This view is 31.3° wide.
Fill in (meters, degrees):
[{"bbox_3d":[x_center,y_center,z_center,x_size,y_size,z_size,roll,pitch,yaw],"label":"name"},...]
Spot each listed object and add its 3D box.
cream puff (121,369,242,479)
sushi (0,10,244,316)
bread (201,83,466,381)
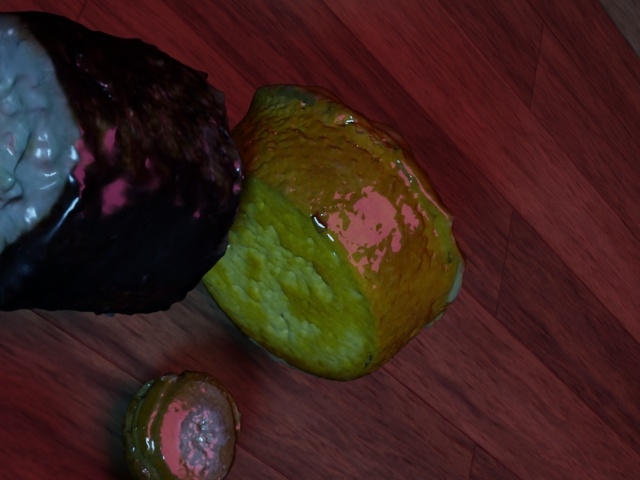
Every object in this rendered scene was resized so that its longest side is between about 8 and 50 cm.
[{"bbox_3d":[-0.172,0.236,1.380,0.150,0.115,0.165,46,57,-24],"label":"cream puff"},{"bbox_3d":[-0.262,-0.068,1.227,0.294,0.281,0.300,14,62,-55],"label":"sushi"},{"bbox_3d":[0.000,0.000,1.461,0.215,0.398,0.398,-43,113,-33],"label":"bread"}]
